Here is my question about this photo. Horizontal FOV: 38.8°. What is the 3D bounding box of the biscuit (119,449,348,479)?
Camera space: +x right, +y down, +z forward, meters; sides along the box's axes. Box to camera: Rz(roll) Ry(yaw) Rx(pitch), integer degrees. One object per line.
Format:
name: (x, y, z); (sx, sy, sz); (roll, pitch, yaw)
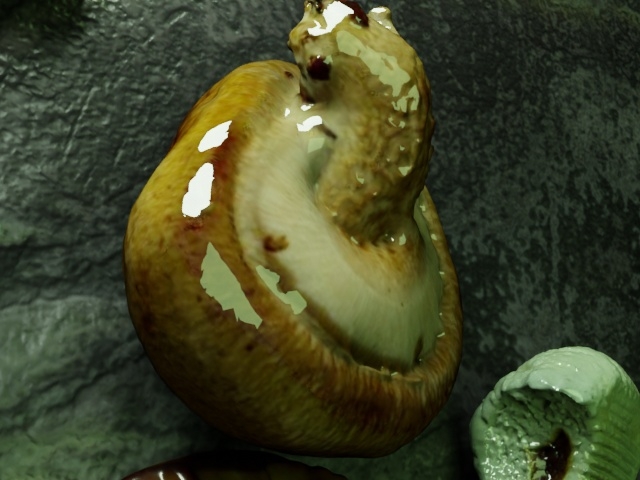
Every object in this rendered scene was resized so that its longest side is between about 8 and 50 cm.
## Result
biscuit: (-0.064, 0.280, 0.639); (0.366, 0.115, 0.268); (-7, 61, -33)

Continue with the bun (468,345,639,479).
bun: (0.213, 0.200, 0.858); (0.212, 0.126, 0.204); (-52, 129, -27)

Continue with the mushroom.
mushroom: (0.000, 0.000, 0.708); (0.345, 0.259, 0.346); (29, 45, -34)
